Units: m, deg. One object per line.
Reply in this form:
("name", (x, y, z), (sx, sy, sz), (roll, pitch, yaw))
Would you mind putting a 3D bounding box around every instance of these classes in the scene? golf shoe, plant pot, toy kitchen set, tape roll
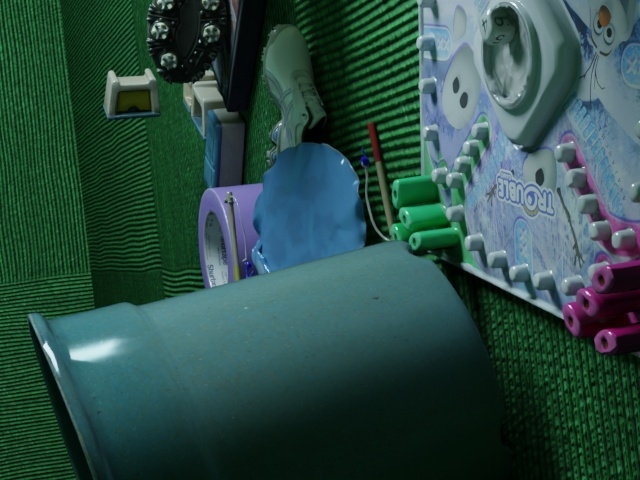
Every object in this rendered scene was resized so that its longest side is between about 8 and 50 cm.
("golf shoe", (-0.018, -0.161, 1.401), (0.086, 0.069, 0.176), (10, 110, 50))
("plant pot", (-0.039, 0.168, 1.056), (0.341, 0.334, 0.341), (160, 90, -74))
("toy kitchen set", (-0.220, -0.159, 1.803), (0.207, 0.166, 0.122), (-122, 31, -53))
("golf shoe", (-0.175, -0.348, 1.645), (0.120, 0.105, 0.273), (-98, 12, -72))
("tape roll", (-0.106, 0.019, 1.664), (0.189, 0.080, 0.189), (174, 90, -71))

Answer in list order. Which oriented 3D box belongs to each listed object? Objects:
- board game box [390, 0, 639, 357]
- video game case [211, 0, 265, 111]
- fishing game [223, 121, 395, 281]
("board game box", (0.142, -0.141, 0.927), (0.390, 0.050, 0.390), (-150, 56, -67))
("video game case", (-0.130, -0.360, 1.675), (0.275, 0.035, 0.248), (104, 152, -46))
("fishing game", (-0.009, -0.014, 1.332), (0.264, 0.041, 0.189), (-27, 67, 43))
